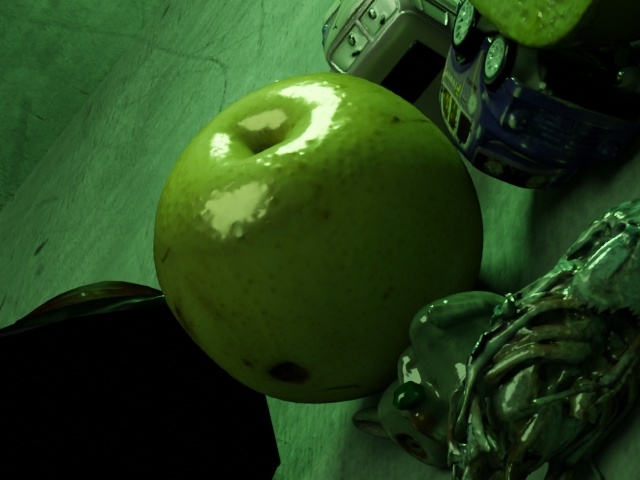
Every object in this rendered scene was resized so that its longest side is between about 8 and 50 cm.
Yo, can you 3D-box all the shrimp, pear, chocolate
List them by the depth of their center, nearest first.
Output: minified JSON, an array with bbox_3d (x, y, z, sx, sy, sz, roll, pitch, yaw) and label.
[{"bbox_3d":[0.174,0.107,1.454,0.372,0.172,0.137,-57,24,-17],"label":"shrimp"},{"bbox_3d":[0.000,0.000,1.792,0.348,0.348,0.348,-48,22,27],"label":"pear"},{"bbox_3d":[-0.234,0.194,2.065,0.384,0.383,0.331,-54,14,14],"label":"chocolate"}]

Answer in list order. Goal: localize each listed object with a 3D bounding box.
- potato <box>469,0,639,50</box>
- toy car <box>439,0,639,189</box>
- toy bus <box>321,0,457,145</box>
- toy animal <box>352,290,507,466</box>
[{"bbox_3d":[0.301,-0.272,1.643,0.330,0.280,0.213,-26,70,59],"label":"potato"},{"bbox_3d":[0.213,-0.135,1.750,0.235,0.172,0.158,-109,36,-62],"label":"toy car"},{"bbox_3d":[0.111,-0.220,2.035,0.142,0.202,0.142,-49,24,26],"label":"toy bus"},{"bbox_3d":[0.112,0.148,1.665,0.251,0.127,0.125,124,154,-54],"label":"toy animal"}]
